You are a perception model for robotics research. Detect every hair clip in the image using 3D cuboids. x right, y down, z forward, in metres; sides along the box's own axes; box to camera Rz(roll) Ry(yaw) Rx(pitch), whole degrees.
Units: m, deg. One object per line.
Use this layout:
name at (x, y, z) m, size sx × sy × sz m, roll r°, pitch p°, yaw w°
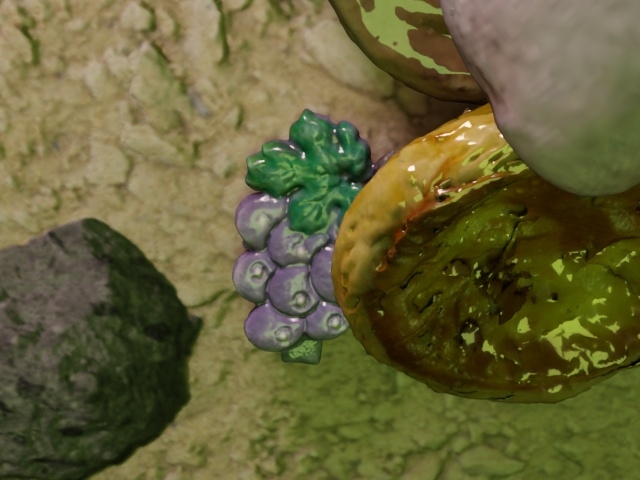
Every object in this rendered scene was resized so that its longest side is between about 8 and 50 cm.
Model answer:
hair clip at (-0.001, -0.001, 1.201) m, size 0.124 × 0.052 × 0.195 m, roll 4°, pitch 113°, yaw 0°

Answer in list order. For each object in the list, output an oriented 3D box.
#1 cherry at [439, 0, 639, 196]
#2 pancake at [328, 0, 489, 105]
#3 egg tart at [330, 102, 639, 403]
cherry at (0.201, -0.206, 0.879) m, size 0.335 × 0.291 × 0.326 m, roll -31°, pitch 117°, yaw 6°
pancake at (0.128, -0.215, 1.064) m, size 0.294 × 0.049 × 0.294 m, roll 1°, pitch 119°, yaw 1°
egg tart at (0.148, -0.009, 1.123) m, size 0.290 × 0.115 × 0.290 m, roll -6°, pitch 139°, yaw -6°
